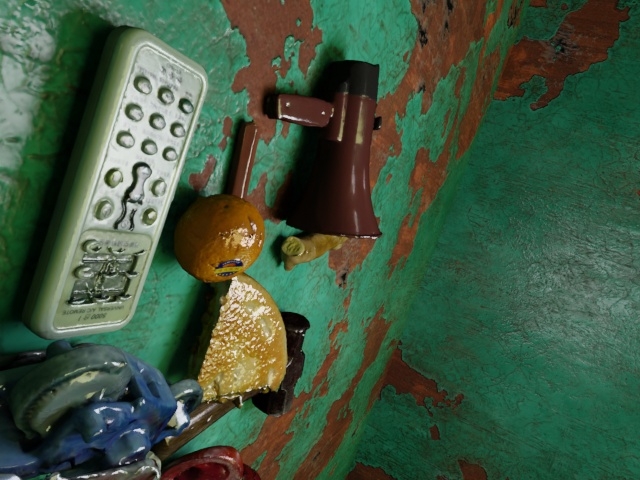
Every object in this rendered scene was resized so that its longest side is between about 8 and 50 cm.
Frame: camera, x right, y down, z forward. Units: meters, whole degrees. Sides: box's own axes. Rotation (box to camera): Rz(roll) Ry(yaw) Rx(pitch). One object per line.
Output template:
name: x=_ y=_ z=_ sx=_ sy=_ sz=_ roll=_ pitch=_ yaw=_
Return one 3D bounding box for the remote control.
remote control: x=-0.228 y=-0.055 z=0.504 sx=0.128 sy=0.065 sz=0.335 roll=8 pitch=102 yaw=-68

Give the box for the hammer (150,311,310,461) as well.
hammer: x=-0.178 y=0.308 z=0.925 sx=0.408 sy=0.095 sz=0.243 roll=-16 pitch=124 yaw=-54

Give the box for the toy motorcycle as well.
toy motorcycle: x=-0.293 y=0.215 z=0.532 sx=0.319 sy=0.241 sz=0.182 roll=72 pitch=6 yaw=-61

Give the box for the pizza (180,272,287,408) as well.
pizza: x=-0.162 y=0.192 z=0.797 sx=0.229 sy=0.081 sz=0.290 roll=-46 pitch=133 yaw=-31

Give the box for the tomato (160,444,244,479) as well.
tomato: x=-0.233 y=0.452 z=0.862 sx=0.099 sy=0.173 sz=0.189 roll=-119 pitch=-151 yaw=-66

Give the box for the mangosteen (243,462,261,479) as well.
mangosteen: x=-0.207 y=0.564 z=0.986 sx=0.166 sy=0.166 sz=0.180 roll=-58 pitch=-179 yaw=-22

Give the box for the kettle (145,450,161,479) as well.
kettle: x=-0.318 y=0.468 z=0.677 sx=0.210 sy=0.159 sz=0.243 roll=-7 pitch=111 yaw=-70

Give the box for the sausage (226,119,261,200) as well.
sausage: x=-0.122 y=-0.118 z=0.711 sx=0.030 sy=0.035 sz=0.147 roll=0 pitch=109 yaw=-44

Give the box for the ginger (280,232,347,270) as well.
ginger: x=-0.003 y=-0.002 z=1.023 sx=0.299 sy=0.065 sz=0.118 roll=-22 pitch=142 yaw=-58

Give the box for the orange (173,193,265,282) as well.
orange: x=-0.146 y=-0.007 z=0.656 sx=0.135 sy=0.118 sz=0.136 roll=-13 pitch=149 yaw=-8

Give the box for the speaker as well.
speaker: x=0.002 y=-0.171 z=0.860 sx=0.259 sy=0.198 sz=0.330 roll=-4 pitch=102 yaw=-21
